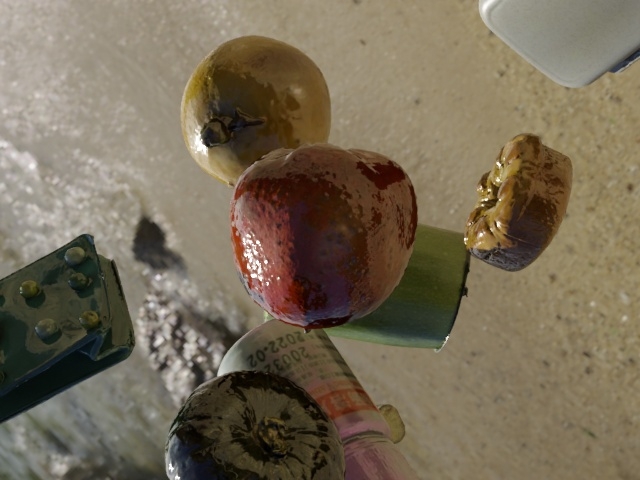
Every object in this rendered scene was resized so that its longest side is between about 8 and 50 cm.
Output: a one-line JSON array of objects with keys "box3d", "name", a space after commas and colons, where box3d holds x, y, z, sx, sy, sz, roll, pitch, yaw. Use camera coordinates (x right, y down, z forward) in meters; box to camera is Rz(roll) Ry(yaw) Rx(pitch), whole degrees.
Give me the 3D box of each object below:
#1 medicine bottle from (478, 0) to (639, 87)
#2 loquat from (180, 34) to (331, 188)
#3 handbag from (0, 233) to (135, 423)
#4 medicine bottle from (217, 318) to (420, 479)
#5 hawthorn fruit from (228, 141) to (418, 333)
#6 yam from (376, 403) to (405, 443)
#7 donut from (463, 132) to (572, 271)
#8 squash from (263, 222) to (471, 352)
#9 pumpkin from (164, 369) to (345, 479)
[{"box3d": [0.431, -0.406, 1.700, 0.282, 0.123, 0.375, 36, 150, -9], "name": "medicine bottle"}, {"box3d": [-0.144, -0.253, 2.258, 0.328, 0.359, 0.328, 9, 113, 22], "name": "loquat"}, {"box3d": [-0.457, 0.131, 1.775, 0.100, 0.274, 0.268, 65, -179, -45], "name": "handbag"}, {"box3d": [-0.004, 0.331, 1.860, 0.388, 0.219, 0.219, 54, 160, 36], "name": "medicine bottle"}, {"box3d": [0.000, 0.000, 1.527, 0.275, 0.275, 0.299, 22, 115, 34], "name": "hawthorn fruit"}, {"box3d": [0.043, 0.367, 2.156, 0.081, 0.081, 0.357, 53, 149, -14], "name": "yam"}, {"box3d": [0.316, -0.059, 1.746, 0.114, 0.226, 0.226, 25, 151, -7], "name": "donut"}, {"box3d": [0.091, 0.074, 2.180, 0.384, 0.263, 0.263, 11, 148, -5], "name": "squash"}, {"box3d": [-0.075, 0.270, 1.346, 0.238, 0.238, 0.159, 44, 132, 2], "name": "pumpkin"}]
